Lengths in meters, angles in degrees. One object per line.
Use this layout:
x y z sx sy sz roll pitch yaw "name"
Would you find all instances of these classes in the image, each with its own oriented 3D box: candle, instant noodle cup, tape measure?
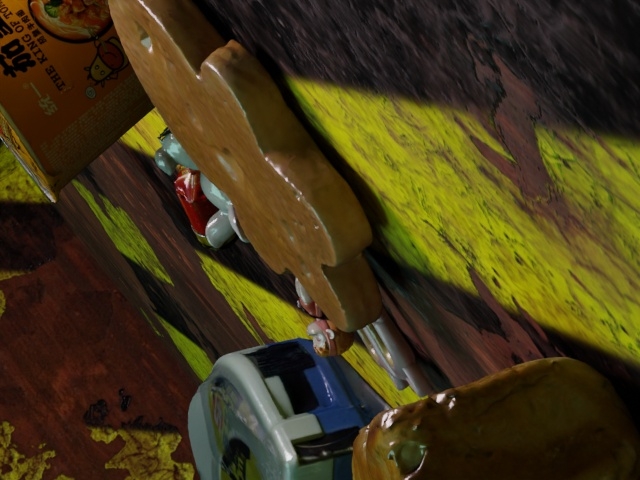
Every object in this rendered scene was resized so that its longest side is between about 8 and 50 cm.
-0.122 -0.043 2.090 0.052 0.052 0.130 47 168 34 "candle"
-0.242 -0.168 1.849 0.216 0.172 0.216 52 170 13 "instant noodle cup"
-0.034 0.238 2.167 0.262 0.138 0.259 50 146 40 "tape measure"

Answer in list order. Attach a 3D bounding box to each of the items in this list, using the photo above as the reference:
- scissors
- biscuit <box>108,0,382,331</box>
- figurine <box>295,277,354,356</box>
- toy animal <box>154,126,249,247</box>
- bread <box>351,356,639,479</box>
0.000 0.000 1.741 0.317 0.024 0.160 57 172 -5 "scissors"
-0.061 -0.085 1.626 0.355 0.052 0.275 49 164 33 "biscuit"
-0.001 0.059 1.886 0.109 0.047 0.064 65 175 -14 "figurine"
-0.090 -0.065 1.802 0.124 0.085 0.071 50 154 -11 "toy animal"
0.114 0.155 1.320 0.294 0.167 0.132 120 136 -81 "bread"
